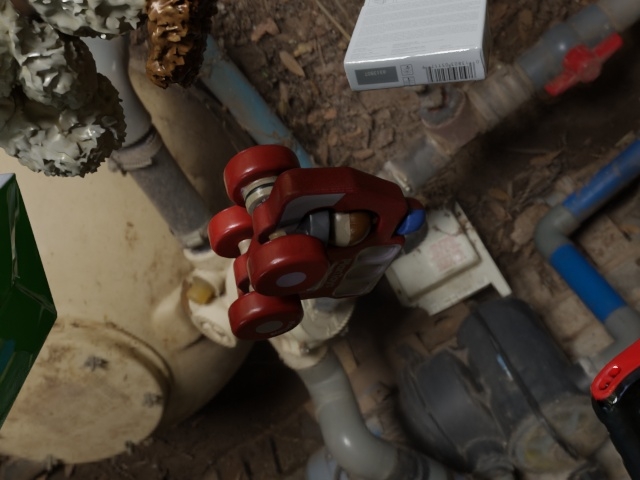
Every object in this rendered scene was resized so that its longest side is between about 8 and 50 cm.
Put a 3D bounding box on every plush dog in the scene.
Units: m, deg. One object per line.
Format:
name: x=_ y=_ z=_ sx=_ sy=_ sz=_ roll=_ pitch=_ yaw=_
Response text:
plush dog: x=-0.186 y=-0.177 z=0.463 sx=0.225 sy=0.210 sz=0.263 roll=-25 pitch=98 yaw=16

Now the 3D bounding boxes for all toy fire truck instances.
toy fire truck: x=0.000 y=0.000 z=0.983 sx=0.253 sy=0.169 sz=0.302 roll=-6 pitch=150 yaw=-23

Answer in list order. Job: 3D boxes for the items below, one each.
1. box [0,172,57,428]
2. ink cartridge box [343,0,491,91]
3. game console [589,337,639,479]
box: x=-0.307 y=0.068 z=0.415 sx=0.231 sy=0.262 sz=0.127 roll=-8 pitch=114 yaw=-2
ink cartridge box: x=0.147 y=-0.307 z=1.056 sx=0.189 sy=0.232 sz=0.066 roll=-2 pitch=132 yaw=20
game console: x=0.436 y=0.188 z=0.627 sx=0.342 sy=0.060 sz=0.387 roll=-32 pitch=97 yaw=-9
